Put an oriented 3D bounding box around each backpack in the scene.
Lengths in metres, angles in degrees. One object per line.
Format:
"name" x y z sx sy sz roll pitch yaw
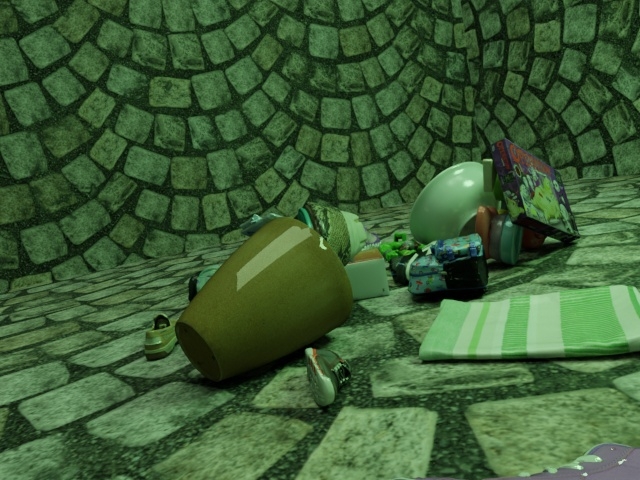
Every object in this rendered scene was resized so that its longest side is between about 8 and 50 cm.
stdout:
"backpack" 0.273 0.060 1.150 0.173 0.117 0.158 -10 6 21
"backpack" -0.246 0.117 1.402 0.182 0.115 0.152 -6 6 11

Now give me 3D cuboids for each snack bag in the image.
"snack bag" -0.059 -0.003 1.550 0.323 0.037 0.342 22 -14 -17

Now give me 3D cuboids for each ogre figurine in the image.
"ogre figurine" 0.248 0.030 1.490 0.197 0.097 0.118 -25 24 -21

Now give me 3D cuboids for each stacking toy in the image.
"stacking toy" 0.507 -0.083 1.357 0.130 0.280 0.309 7 14 30

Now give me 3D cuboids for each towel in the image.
"towel" 0.340 0.128 0.837 0.324 0.038 0.248 -7 9 23

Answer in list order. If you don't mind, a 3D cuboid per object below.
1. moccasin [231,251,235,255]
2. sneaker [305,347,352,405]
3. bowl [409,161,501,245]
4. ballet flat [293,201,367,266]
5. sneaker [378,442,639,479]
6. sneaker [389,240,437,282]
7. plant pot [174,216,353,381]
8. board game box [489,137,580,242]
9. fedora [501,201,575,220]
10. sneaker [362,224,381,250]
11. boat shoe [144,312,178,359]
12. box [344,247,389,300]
"moccasin" -0.170 0.085 1.575 0.137 0.117 0.342 -26 17 -24
"sneaker" 0.016 0.186 0.755 0.064 0.061 0.158 -4 7 -7
"bowl" 0.418 -0.068 1.524 0.297 0.298 0.134 -13 42 -23
"ballet flat" 0.000 0.000 1.208 0.182 0.164 0.483 -8 -3 -17
"sneaker" 0.154 0.199 0.362 0.282 0.102 0.161 3 8 16
"sneaker" 0.244 0.052 1.368 0.121 0.079 0.217 -5 10 24
"plant pot" -0.112 0.121 0.911 0.237 0.237 0.254 -2 27 48
"board game box" 0.556 -0.118 1.344 0.346 0.208 0.056 11 -31 -45
"fedora" 0.673 -0.109 1.743 0.334 0.153 0.334 -10 7 1
"sneaker" 0.151 -0.012 1.893 0.095 0.105 0.236 -8 6 25
"boat shoe" -0.333 0.189 1.124 0.068 0.072 0.190 -11 7 -6
"box" 0.093 0.083 1.297 0.130 0.091 0.170 -10 7 1
